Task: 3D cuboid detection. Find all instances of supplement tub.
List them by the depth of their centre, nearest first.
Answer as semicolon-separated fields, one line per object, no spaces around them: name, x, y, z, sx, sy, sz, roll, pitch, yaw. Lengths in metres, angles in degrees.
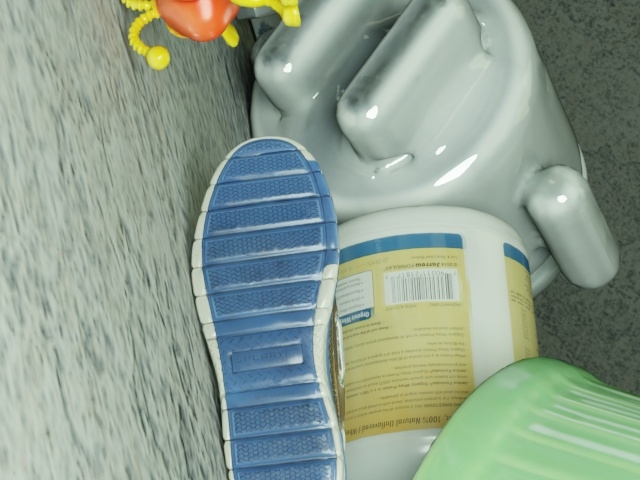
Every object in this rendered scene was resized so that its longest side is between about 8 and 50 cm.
supplement tub;0.065;0.093;0.916;0.144;0.144;0.199;65;20;-65

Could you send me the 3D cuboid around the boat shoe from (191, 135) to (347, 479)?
boat shoe;-0.022;0.045;0.678;0.066;0.066;0.183;76;12;-73

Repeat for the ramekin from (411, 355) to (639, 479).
ramekin;0.151;0.222;0.769;0.303;0.148;0.303;-23;118;-53

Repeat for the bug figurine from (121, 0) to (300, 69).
bug figurine;-0.079;-0.221;0.636;0.216;0.072;0.279;80;-5;-53

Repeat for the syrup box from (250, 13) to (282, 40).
syrup box;-0.001;-0.166;1.221;0.096;0.093;0.236;-94;169;-58

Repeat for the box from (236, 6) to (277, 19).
box;0.009;-0.254;1.091;0.038;0.186;0.145;9;-64;62

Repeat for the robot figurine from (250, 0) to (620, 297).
robot figurine;0.079;-0.062;1.065;0.300;0.199;0.353;36;-7;30
